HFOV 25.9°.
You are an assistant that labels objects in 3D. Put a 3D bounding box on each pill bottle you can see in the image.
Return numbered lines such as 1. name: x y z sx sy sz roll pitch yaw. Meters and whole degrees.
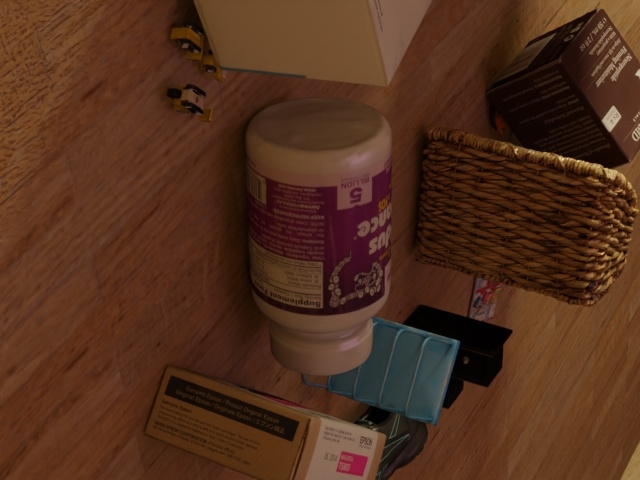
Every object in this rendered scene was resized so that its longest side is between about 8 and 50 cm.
1. pill bottle: 0.000 0.000 1.623 0.169 0.169 0.301 -41 139 -49

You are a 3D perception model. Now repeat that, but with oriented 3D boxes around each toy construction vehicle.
1. toy construction vehicle: -0.131 -0.171 1.432 0.098 0.035 0.086 26 69 -66

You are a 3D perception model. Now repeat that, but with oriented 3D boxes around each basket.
1. basket: 0.313 -0.066 2.060 0.213 0.299 0.223 -34 133 -54

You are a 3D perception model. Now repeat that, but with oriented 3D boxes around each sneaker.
1. sneaker: 0.054 0.327 2.020 0.267 0.101 0.106 -52 124 -37

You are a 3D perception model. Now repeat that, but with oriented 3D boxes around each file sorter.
1. file sorter: 0.077 0.164 1.866 0.104 0.170 0.118 21 85 -60

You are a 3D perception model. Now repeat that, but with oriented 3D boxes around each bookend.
1. bookend: 0.208 0.198 2.157 0.072 0.156 0.157 -44 141 -47

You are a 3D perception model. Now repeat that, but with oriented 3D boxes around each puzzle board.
1. puzzle board: 0.289 0.100 2.432 0.128 0.011 0.096 -12 114 -61

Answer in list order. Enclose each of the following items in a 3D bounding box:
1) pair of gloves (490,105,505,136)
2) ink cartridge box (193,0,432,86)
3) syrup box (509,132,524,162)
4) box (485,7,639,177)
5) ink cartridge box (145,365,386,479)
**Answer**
1. pair of gloves: 0.296 -0.219 2.277 0.083 0.010 0.074 -67 152 -22
2. ink cartridge box: 0.010 -0.324 1.412 0.197 0.198 0.270 72 35 -45
3. syrup box: 0.363 -0.088 2.381 0.093 0.096 0.237 14 89 -64
4. box: 0.409 -0.225 2.220 0.203 0.167 0.168 51 51 -14
5. ink cartridge box: -0.057 0.224 1.600 0.234 0.193 0.088 30 76 -64
